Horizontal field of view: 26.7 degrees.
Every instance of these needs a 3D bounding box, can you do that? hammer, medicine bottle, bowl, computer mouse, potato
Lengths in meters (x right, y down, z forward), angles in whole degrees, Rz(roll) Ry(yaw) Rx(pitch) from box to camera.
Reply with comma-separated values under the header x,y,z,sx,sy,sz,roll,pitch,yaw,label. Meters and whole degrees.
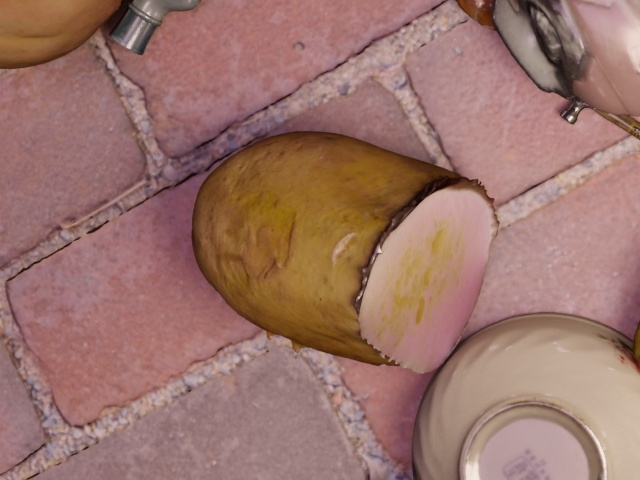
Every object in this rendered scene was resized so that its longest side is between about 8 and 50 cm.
x,y,z,sx,sy,sz,roll,pitch,yaw,label
0.323,-0.098,1.297,0.182,0.017,0.062,34,100,12,hammer
-0.151,-0.293,1.414,0.090,0.054,0.208,36,100,13,medicine bottle
0.209,0.208,1.270,0.277,0.145,0.277,0,90,14,bowl
0.238,-0.287,1.244,0.199,0.115,0.389,-24,69,-3,computer mouse
0.000,0.000,1.312,0.266,0.229,0.229,21,96,30,potato

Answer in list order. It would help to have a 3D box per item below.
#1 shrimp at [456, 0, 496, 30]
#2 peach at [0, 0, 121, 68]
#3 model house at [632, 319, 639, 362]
x,y,z,sx,sy,sz,roll,pitch,yaw,label
0.218,-0.246,1.314,0.190,0.042,0.101,16,88,17,shrimp
-0.304,-0.315,1.359,0.292,0.247,0.292,-8,71,26,peach
0.393,0.118,1.186,0.239,0.173,0.268,21,83,13,model house
